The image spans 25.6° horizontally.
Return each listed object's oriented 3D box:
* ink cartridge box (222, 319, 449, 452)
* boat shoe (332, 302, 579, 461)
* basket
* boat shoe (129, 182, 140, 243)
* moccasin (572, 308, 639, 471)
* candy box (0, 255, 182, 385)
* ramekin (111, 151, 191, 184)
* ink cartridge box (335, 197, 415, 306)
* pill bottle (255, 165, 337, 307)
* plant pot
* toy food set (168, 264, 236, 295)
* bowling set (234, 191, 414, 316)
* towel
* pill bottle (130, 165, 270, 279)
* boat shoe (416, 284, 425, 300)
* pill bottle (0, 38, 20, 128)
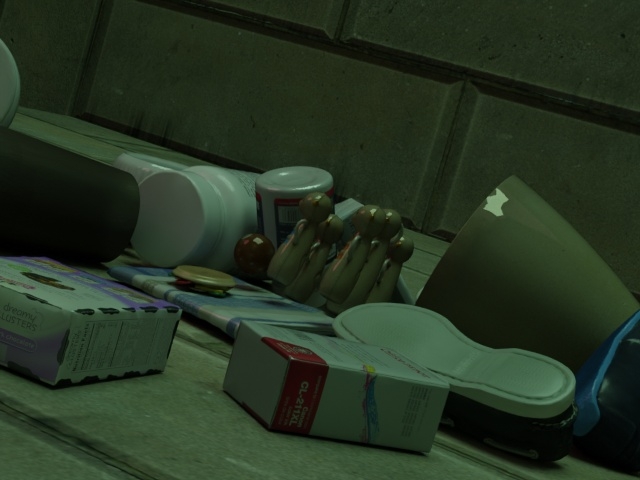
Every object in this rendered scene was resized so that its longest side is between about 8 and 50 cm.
[{"bbox_3d":[0.015,0.139,1.336,0.175,0.072,0.127,13,6,-26],"label":"ink cartridge box"},{"bbox_3d":[0.135,0.151,1.501,0.114,0.091,0.303,-30,37,-34],"label":"boat shoe"},{"bbox_3d":[-0.362,-0.056,1.822,0.227,0.154,0.204,16,1,-35],"label":"basket"},{"bbox_3d":[-0.387,-0.069,2.122,0.285,0.092,0.103,19,32,1],"label":"boat shoe"},{"bbox_3d":[0.361,0.182,1.653,0.117,0.137,0.342,41,32,6],"label":"moccasin"},{"bbox_3d":[-0.250,0.070,1.294,0.165,0.070,0.196,19,6,22],"label":"candy box"},{"bbox_3d":[-0.278,-0.082,2.450,0.207,0.109,0.207,16,5,-2],"label":"ramekin"},{"bbox_3d":[0.066,0.027,2.076,0.066,0.189,0.232,-29,11,1],"label":"ink cartridge box"},{"bbox_3d":[-0.031,-0.002,1.936,0.108,0.180,0.108,-3,21,1],"label":"pill bottle"},{"bbox_3d":[0.304,0.092,1.902,0.274,0.256,0.256,35,11,13],"label":"plant pot"},{"bbox_3d":[-0.145,0.048,1.729,0.083,0.020,0.082,14,7,10],"label":"toy food set"},{"bbox_3d":[0.000,0.000,1.785,0.200,0.154,0.287,26,-10,12],"label":"bowling set"},{"bbox_3d":[-0.106,0.083,1.742,0.209,0.034,0.285,7,8,-43],"label":"towel"},{"bbox_3d":[-0.141,-0.024,2.026,0.160,0.160,0.283,19,6,29],"label":"pill bottle"},{"bbox_3d":[0.264,0.122,2.225,0.319,0.116,0.099,13,-43,59],"label":"boat shoe"},{"bbox_3d":[-0.602,-0.242,2.262,0.224,0.224,0.392,14,-3,-18],"label":"pill bottle"}]
